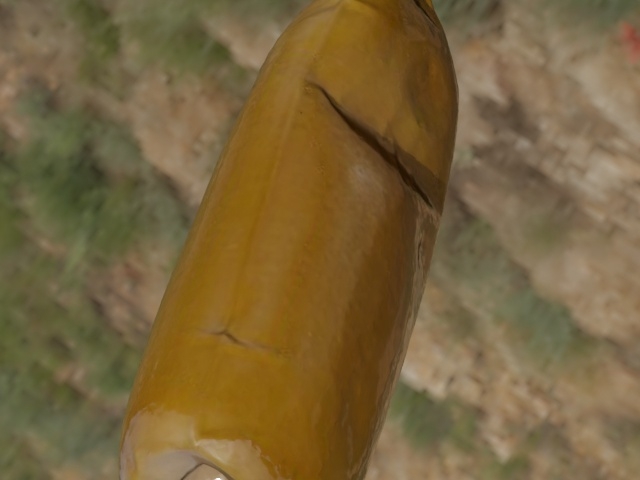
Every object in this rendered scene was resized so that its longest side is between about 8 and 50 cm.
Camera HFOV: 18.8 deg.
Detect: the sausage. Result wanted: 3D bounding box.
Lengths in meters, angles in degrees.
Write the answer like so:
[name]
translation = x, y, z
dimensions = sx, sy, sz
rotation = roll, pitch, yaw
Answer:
[sausage]
translation = -0.003, 0.001, 0.987
dimensions = 0.116, 0.354, 0.134
rotation = -25, 123, 40
